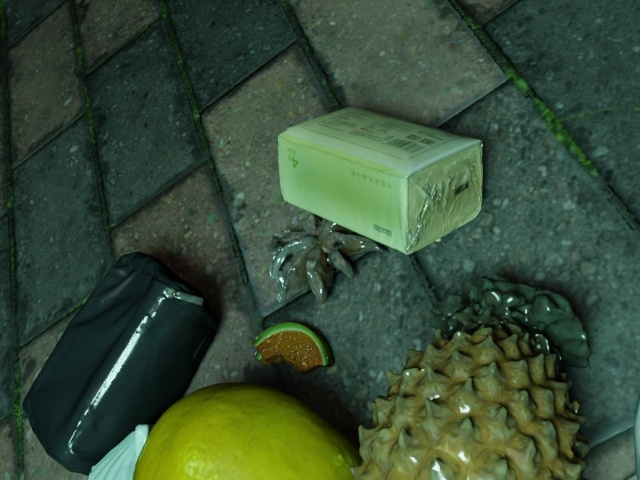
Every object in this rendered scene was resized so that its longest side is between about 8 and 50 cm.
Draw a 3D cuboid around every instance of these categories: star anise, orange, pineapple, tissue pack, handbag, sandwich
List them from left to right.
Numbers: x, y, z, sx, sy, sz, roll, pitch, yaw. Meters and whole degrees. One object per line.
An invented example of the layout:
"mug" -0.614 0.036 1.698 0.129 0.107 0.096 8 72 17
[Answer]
"handbag" -0.264 0.184 1.023 0.275 0.178 0.301 15 71 54
"orange" -0.073 0.287 0.770 0.279 0.279 0.235 10 57 37
"sandwich" -0.035 0.149 0.985 0.135 0.029 0.067 7 74 35
"star anise" 0.000 0.000 1.025 0.182 0.065 0.195 -30 43 10
"tissue pack" 0.079 -0.089 0.947 0.159 0.125 0.234 -28 37 -36
"pineapple" 0.181 0.152 0.729 0.223 0.223 0.357 -2 38 33

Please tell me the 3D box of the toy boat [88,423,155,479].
"toy boat" -0.236 0.373 0.859 0.100 0.199 0.290 2 70 -7

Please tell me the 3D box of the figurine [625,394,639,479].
"figurine" 0.402 0.170 0.583 0.378 0.361 0.266 -39 35 56
